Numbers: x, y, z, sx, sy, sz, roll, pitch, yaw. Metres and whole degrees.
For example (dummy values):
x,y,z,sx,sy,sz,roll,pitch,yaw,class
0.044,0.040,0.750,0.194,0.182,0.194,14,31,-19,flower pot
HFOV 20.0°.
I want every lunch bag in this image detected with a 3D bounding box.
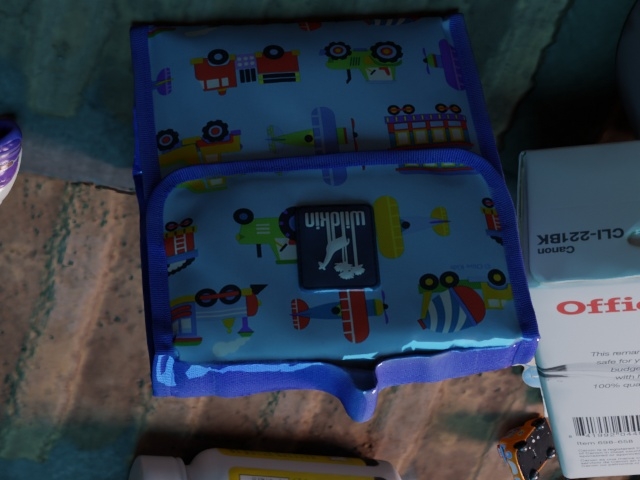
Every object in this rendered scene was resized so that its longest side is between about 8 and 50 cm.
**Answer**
x,y,z,sx,sy,sz,roll,pitch,yaw,class
0.000,0.000,1.117,0.221,0.293,0.138,-3,133,-7,lunch bag

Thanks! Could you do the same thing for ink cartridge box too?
x,y,z,sx,sy,sz,roll,pitch,yaw,class
0.247,0.050,1.245,0.197,0.114,0.273,-5,146,11,ink cartridge box

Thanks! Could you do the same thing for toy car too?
x,y,z,sx,sy,sz,roll,pitch,yaw,class
0.181,0.195,1.490,0.040,0.060,0.122,-3,135,39,toy car

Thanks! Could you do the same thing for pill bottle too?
x,y,z,sx,sy,sz,roll,pitch,yaw,class
-0.046,0.225,1.433,0.208,0.119,0.119,6,131,-14,pill bottle

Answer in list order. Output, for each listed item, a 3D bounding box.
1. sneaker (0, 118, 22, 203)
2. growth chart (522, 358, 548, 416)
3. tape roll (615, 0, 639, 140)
x,y,z,sx,sy,sz,roll,pitch,yaw,class
-0.274,-0.074,1.173,0.170,0.068,0.071,11,114,-30,sneaker
0.237,0.087,1.422,0.172,0.021,0.237,-20,132,10,growth chart
0.313,-0.112,1.218,0.219,0.072,0.219,-4,133,-5,tape roll
